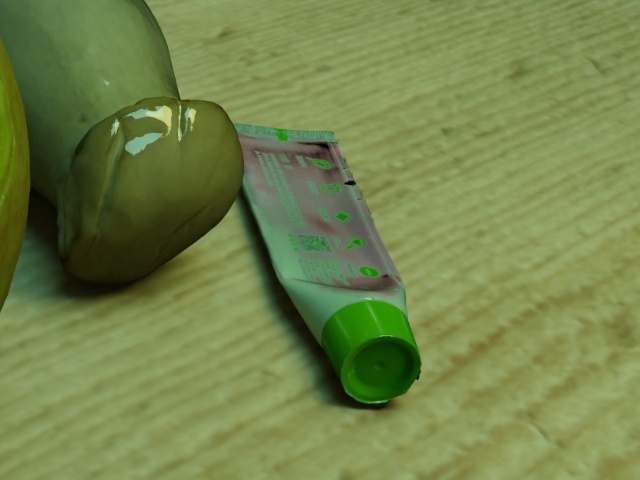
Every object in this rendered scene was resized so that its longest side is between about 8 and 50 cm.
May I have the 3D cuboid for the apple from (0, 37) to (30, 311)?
[{"bbox_3d":[-0.288,-0.026,0.817,0.339,0.339,0.339,13,34,-9],"label":"apple"}]

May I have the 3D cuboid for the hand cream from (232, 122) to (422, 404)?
[{"bbox_3d":[0.000,-0.001,1.187,0.079,0.050,0.275,31,20,-31],"label":"hand cream"}]

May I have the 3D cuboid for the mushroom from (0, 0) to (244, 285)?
[{"bbox_3d":[-0.183,-0.135,1.200,0.407,0.137,0.154,54,4,33],"label":"mushroom"}]
